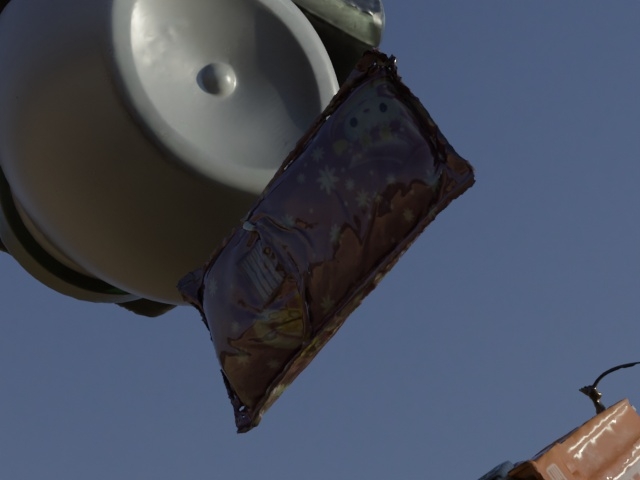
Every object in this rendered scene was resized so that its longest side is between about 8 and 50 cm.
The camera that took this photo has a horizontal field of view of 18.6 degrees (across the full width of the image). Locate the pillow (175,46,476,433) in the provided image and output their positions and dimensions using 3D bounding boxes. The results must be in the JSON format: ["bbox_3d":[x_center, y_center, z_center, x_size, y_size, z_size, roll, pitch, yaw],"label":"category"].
[{"bbox_3d":[0.000,0.000,1.005,0.185,0.118,0.043,-46,-43,16],"label":"pillow"}]

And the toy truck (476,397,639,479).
[{"bbox_3d":[0.152,0.294,1.714,0.173,0.207,0.387,54,-44,4],"label":"toy truck"}]

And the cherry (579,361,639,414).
[{"bbox_3d":[0.383,0.133,2.019,0.225,0.090,0.107,-36,-70,29],"label":"cherry"}]

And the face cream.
[{"bbox_3d":[-0.132,-0.082,1.567,0.312,0.219,0.357,45,-25,-6],"label":"face cream"}]

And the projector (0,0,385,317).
[{"bbox_3d":[-0.206,-0.186,1.870,0.395,0.242,0.405,26,-63,-24],"label":"projector"}]
